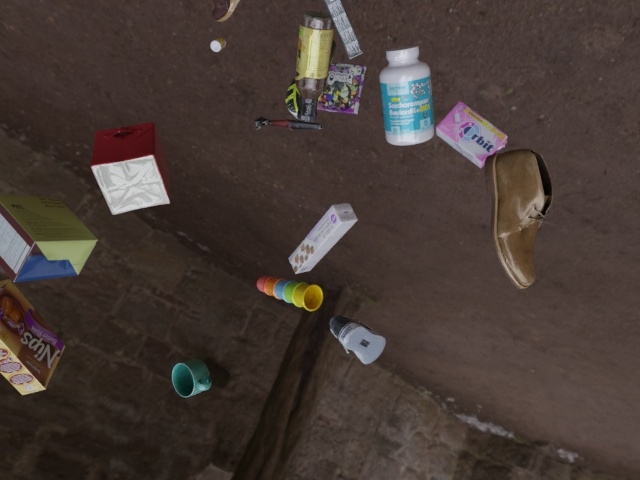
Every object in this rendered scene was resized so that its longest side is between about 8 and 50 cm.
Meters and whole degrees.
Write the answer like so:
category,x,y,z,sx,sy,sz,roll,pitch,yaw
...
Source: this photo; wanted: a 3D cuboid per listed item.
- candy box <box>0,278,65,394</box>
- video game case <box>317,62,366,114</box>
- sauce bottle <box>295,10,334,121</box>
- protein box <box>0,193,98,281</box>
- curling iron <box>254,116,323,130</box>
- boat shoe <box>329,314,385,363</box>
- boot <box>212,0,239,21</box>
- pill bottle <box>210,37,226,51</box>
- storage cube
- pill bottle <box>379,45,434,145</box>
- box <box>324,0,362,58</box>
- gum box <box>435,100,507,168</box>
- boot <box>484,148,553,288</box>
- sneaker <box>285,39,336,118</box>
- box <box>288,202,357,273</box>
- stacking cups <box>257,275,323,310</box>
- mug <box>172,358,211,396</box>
category,x,y,z,sx,sy,sz,roll,pitch,yaw
candy box,-0.550,0.176,0.883,0.053,0.109,0.186,-15,124,4
video game case,0.074,-0.680,2.174,0.232,0.210,0.042,14,-174,24
sauce bottle,-0.028,-0.567,1.616,0.111,0.111,0.344,20,125,16
protein box,-0.773,-0.010,1.333,0.201,0.136,0.200,41,-164,16
curling iron,-0.110,-0.380,1.619,0.274,0.068,0.035,13,124,29
boat shoe,0.116,0.318,1.591,0.105,0.113,0.306,38,-179,36
boot,-0.344,-0.815,1.530,0.207,0.090,0.248,26,157,-28
pill bottle,-0.407,-0.788,1.958,0.043,0.083,0.043,5,123,8
storage cube,-0.579,-0.224,1.504,0.184,0.193,0.215,-12,134,-8
pill bottle,0.250,-0.422,1.424,0.146,0.146,0.264,10,122,38
box,0.047,-0.598,1.283,0.045,0.184,0.190,-24,125,11
gum box,0.453,-0.314,1.462,0.188,0.107,0.062,43,-178,17
boot,0.438,-0.047,1.051,0.115,0.305,0.112,-10,178,44
sneaker,-0.043,-0.689,2.070,0.145,0.384,0.147,22,170,11
box,0.000,0.000,1.502,0.324,0.067,0.063,-49,60,49
stacking cups,-0.131,0.190,1.817,0.316,0.096,0.096,5,152,47
mug,-0.478,0.528,1.855,0.158,0.129,0.097,46,-153,24
